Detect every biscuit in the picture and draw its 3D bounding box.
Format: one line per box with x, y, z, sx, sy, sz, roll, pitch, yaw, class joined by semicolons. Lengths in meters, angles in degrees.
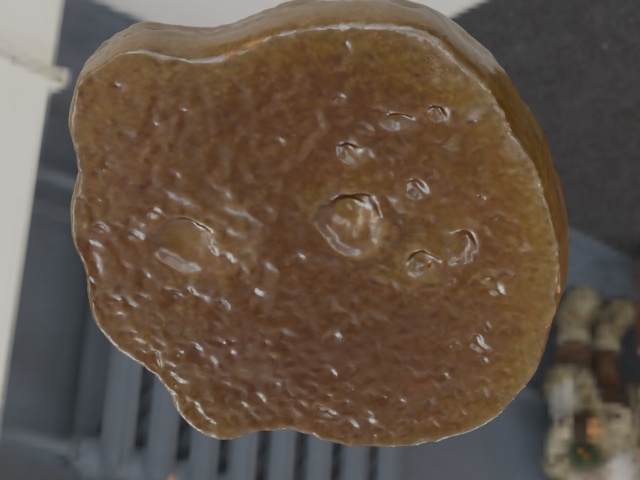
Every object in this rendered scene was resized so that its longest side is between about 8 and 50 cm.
0.000;-0.001;0.828;0.257;0.049;0.273;-5;123;8;biscuit
